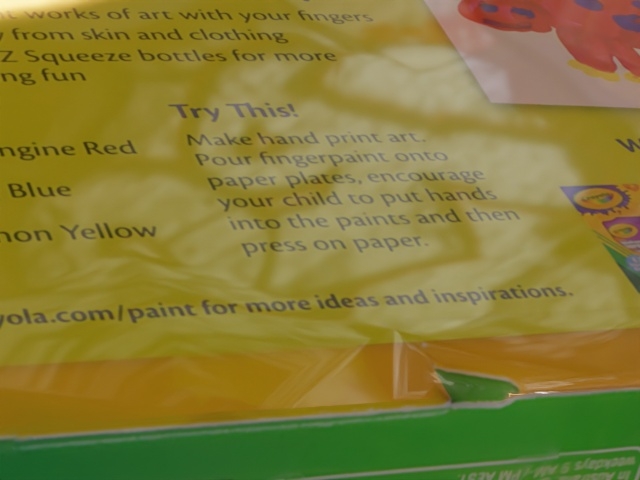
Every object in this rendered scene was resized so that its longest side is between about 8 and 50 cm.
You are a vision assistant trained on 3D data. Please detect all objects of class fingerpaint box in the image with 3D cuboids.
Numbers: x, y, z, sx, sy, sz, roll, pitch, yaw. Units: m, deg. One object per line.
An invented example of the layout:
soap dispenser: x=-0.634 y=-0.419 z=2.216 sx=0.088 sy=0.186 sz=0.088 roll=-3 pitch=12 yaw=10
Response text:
fingerpaint box: x=0.000 y=0.000 z=0.658 sx=0.444 sy=0.371 sz=0.163 roll=-2 pitch=-54 yaw=-23
